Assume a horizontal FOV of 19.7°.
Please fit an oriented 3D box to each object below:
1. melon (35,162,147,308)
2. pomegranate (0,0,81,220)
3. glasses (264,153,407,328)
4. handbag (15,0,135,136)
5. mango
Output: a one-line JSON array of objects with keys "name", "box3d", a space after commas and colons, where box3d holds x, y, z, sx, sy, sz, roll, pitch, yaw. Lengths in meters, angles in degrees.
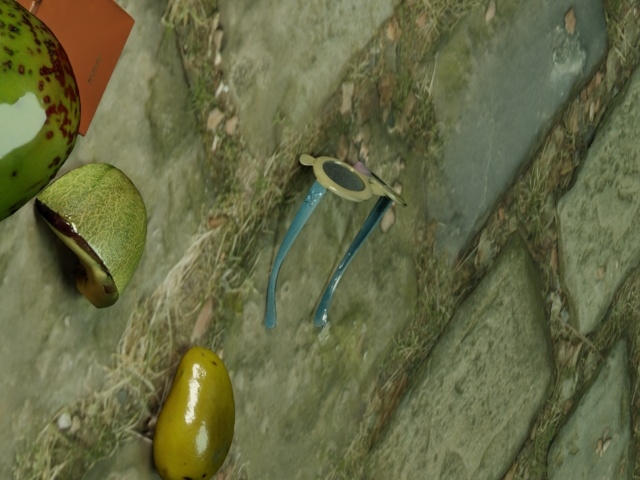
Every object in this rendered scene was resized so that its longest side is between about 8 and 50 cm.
[{"name": "melon", "box3d": [-0.209, -0.011, 1.832, 0.128, 0.079, 0.160, -56, 147, -25]}, {"name": "pomegranate", "box3d": [-0.304, -0.102, 1.518, 0.248, 0.214, 0.214, 136, -22, -79]}, {"name": "glasses", "box3d": [0.025, 0.012, 2.251, 0.189, 0.088, 0.221, 6, 101, -62]}, {"name": "handbag", "box3d": [-0.250, -0.187, 1.681, 0.127, 0.063, 0.190, -67, 154, -9]}, {"name": "mango", "box3d": [-0.141, 0.200, 2.082, 0.103, 0.076, 0.161, 9, 89, -55]}]
